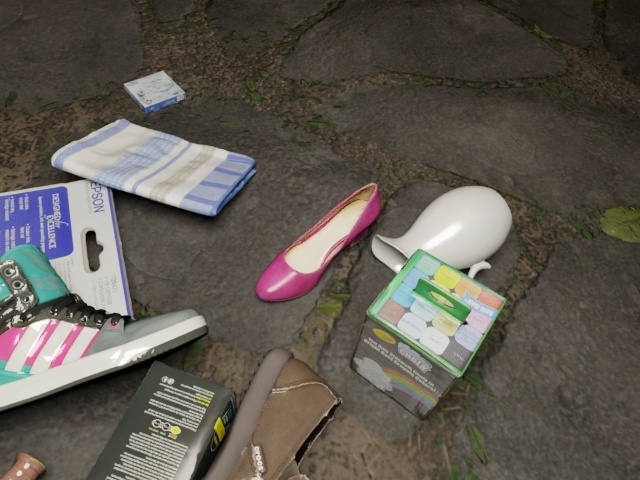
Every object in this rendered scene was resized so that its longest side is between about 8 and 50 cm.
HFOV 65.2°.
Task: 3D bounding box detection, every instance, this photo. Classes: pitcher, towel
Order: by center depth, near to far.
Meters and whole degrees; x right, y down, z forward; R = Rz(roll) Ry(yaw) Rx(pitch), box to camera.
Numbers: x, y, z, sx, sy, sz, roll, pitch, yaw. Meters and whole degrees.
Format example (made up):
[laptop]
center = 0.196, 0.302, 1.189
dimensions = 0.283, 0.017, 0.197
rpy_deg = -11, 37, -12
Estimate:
[pitcher]
center = 0.214, 0.019, 0.802
dimensions = 0.207, 0.125, 0.177
rpy_deg = -29, 82, -14
[towel]
center = -0.271, -0.132, 0.853
dimensions = 0.285, 0.034, 0.209
rpy_deg = 18, 32, 5

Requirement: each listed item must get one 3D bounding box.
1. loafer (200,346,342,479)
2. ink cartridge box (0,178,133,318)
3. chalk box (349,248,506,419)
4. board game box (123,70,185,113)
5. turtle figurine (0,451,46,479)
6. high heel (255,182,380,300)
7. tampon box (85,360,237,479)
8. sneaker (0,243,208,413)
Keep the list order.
[loafer]
center = -0.066, 0.287, 0.538
dimensions = 0.130, 0.134, 0.366
rpy_deg = 19, 53, 7
[ink cartridge box]
center = -0.439, 0.055, 0.712
dimensions = 0.307, 0.072, 0.303
rpy_deg = -12, 54, -18
[chalk box]
center = 0.138, 0.112, 0.648
dimensions = 0.132, 0.213, 0.132
rpy_deg = 34, 56, 17
[board game box]
center = -0.339, -0.305, 1.025
dimensions = 0.090, 0.020, 0.090
rpy_deg = -31, 63, -26
[turtle figurine]
center = -0.411, 0.308, 0.507
dimensions = 0.270, 0.087, 0.217
rpy_deg = 19, 53, 7
[high heel]
center = 0.000, 0.000, 0.775
dimensions = 0.244, 0.117, 0.082
rpy_deg = -29, 62, -26
[tampon box]
center = -0.173, 0.245, 0.565
dimensions = 0.101, 0.120, 0.161
rpy_deg = 18, 53, 7
[sneaker]
center = -0.298, 0.085, 0.593
dimensions = 0.296, 0.124, 0.178
rpy_deg = -16, 79, -16
